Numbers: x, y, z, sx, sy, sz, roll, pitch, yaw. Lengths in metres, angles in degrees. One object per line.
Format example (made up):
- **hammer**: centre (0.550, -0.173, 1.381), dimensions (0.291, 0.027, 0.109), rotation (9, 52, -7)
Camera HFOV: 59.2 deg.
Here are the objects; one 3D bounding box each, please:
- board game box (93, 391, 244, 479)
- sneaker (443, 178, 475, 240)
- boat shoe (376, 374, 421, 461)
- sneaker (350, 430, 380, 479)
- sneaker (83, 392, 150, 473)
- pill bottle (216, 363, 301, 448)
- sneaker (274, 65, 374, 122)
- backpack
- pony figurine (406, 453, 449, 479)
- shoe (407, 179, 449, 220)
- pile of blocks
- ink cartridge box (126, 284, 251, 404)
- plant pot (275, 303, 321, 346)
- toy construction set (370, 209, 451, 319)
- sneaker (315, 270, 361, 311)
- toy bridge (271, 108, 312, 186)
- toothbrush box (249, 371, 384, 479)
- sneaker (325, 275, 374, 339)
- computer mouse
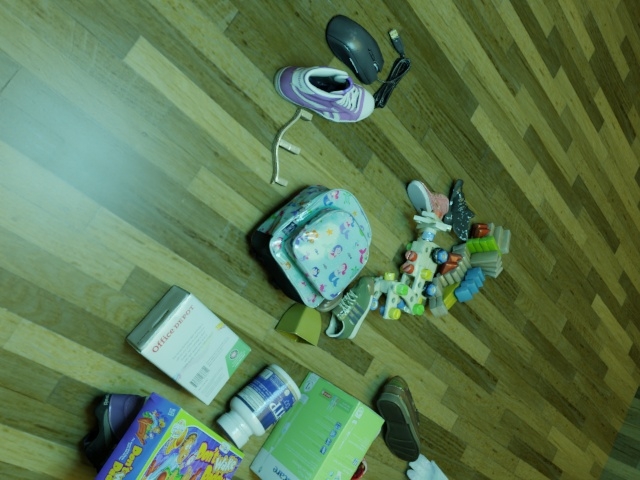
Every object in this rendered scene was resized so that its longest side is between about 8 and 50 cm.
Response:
- **board game box**: centre (-0.303, 0.482, 1.145), dimensions (0.233, 0.078, 0.347), rotation (-59, 151, -23)
- **sneaker**: centre (0.421, -0.090, 1.673), dimensions (0.051, 0.089, 0.170), rotation (-1, 109, -78)
- **boat shoe**: centre (0.249, 0.527, 1.657), dimensions (0.104, 0.110, 0.308), rotation (-55, 142, -43)
- **sneaker**: centre (0.098, 0.574, 1.530), dimensions (0.269, 0.145, 0.090), rotation (-11, 106, -35)
- **sneaker**: centre (-0.422, 0.439, 1.158), dimensions (0.124, 0.107, 0.284), rotation (11, 102, -9)
- **pill bottle**: centre (-0.147, 0.392, 1.327), dimensions (0.186, 0.112, 0.112), rotation (-40, 120, -24)
- **sneaker**: centre (0.049, -0.332, 1.299), dimensions (0.282, 0.161, 0.102), rotation (2, 97, -39)
- **backpack**: centre (0.000, 0.000, 1.295), dimensions (0.253, 0.191, 0.225), rotation (-45, 121, -25)
- **pony figurine**: centre (0.326, 0.877, 1.681), dimensions (0.302, 0.351, 0.364), rotation (-37, 138, -22)
- **shoe**: centre (0.309, -0.120, 1.604), dimensions (0.081, 0.063, 0.178), rotation (-48, 129, -21)
- **pile of blocks**: centre (0.440, 0.068, 1.685), dimensions (0.362, 0.148, 0.113), rotation (-49, 124, -18)
- **ink cartridge box**: centre (-0.278, 0.223, 1.206), dimensions (0.154, 0.093, 0.212), rotation (-51, 126, -18)
- **plant pot**: centre (-0.045, 0.203, 1.389), dimensions (0.081, 0.081, 0.083), rotation (38, 66, -36)
- **toy construction set**: centre (0.250, 0.070, 1.550), dimensions (0.215, 0.151, 0.328), rotation (26, 94, -40)
- **sneaker**: centre (0.037, 0.098, 1.425), dimensions (0.188, 0.066, 0.071), rotation (-48, 138, -40)
- **toy bridge**: centre (-0.078, -0.218, 1.309), dimensions (0.063, 0.026, 0.188), rotation (23, 85, -36)
- **toothbrush box**: centre (-0.010, 0.504, 1.396), dimensions (0.122, 0.206, 0.283), rotation (46, 71, -35)
- **sneaker**: centre (0.072, 0.179, 1.458), dimensions (0.086, 0.064, 0.192), rotation (2, 118, -35)
- **computer mouse**: centre (0.139, -0.475, 1.399), dimensions (0.262, 0.060, 0.184), rotation (46, 72, -35)
